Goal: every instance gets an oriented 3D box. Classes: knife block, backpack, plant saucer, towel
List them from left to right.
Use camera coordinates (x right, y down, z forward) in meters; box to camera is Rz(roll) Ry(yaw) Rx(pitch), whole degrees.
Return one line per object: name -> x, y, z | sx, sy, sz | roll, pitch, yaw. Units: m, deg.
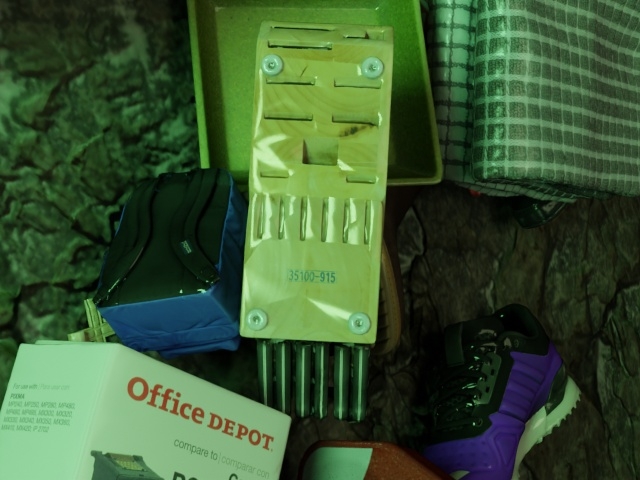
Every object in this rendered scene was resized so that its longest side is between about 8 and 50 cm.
backpack -> -0.095, 0.016, 0.756 | 0.101, 0.098, 0.120 | 68, 20, -50
plant saucer -> -0.010, -0.125, 0.851 | 0.188, 0.045, 0.188 | -3, 77, -15
knife block -> 0.000, 0.000, 0.786 | 0.242, 0.088, 0.276 | 30, 63, -88
towel -> 0.217, -0.157, 1.015 | 0.283, 0.121, 0.235 | 2, 87, -48

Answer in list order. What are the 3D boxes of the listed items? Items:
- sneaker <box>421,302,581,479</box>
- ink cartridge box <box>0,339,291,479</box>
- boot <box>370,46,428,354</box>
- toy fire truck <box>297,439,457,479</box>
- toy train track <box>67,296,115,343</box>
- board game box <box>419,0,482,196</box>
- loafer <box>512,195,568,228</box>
sneaker -> 0.143, 0.153, 1.030 | 0.293, 0.102, 0.146 | -37, 109, -51
ink cartridge box -> -0.128, 0.199, 0.690 | 0.172, 0.100, 0.237 | 31, 63, -43
boot -> 0.069, -0.044, 0.960 | 0.207, 0.090, 0.248 | -24, 99, -45
toy fire truck -> 0.052, 0.298, 0.772 | 0.169, 0.254, 0.302 | 25, 67, -46
toy train track -> -0.140, 0.060, 0.762 | 0.083, 0.014, 0.048 | -18, 99, -50
board game box -> 0.149, -0.173, 1.085 | 0.124, 0.039, 0.259 | -41, 122, -15
loafer -> 0.253, -0.106, 1.209 | 0.078, 0.076, 0.223 | 46, 51, -24
